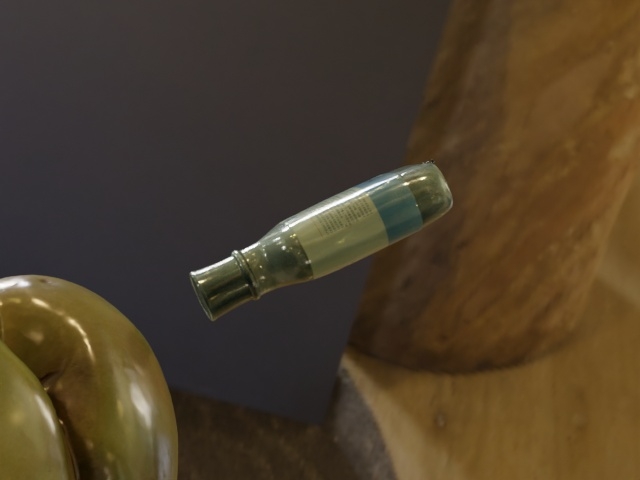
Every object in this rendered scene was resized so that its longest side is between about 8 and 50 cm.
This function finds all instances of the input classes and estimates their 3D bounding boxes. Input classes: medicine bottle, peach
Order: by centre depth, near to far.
[{"bbox_3d":[-0.233,0.159,0.935,0.247,0.292,0.292,44,43,6],"label":"peach"},{"bbox_3d":[0.000,0.000,1.141,0.208,0.053,0.090,-26,6,-11],"label":"medicine bottle"}]
